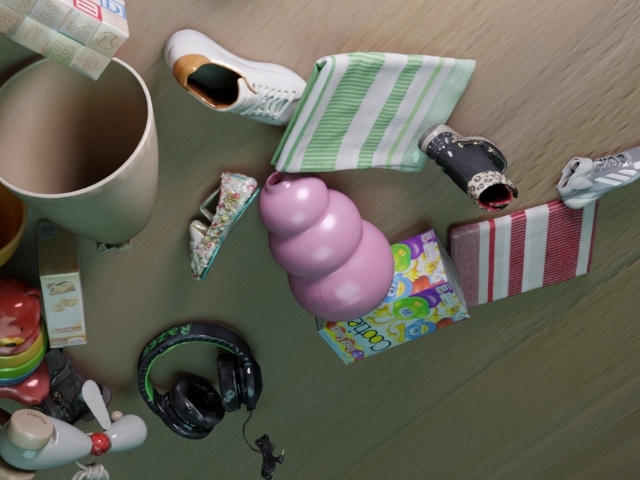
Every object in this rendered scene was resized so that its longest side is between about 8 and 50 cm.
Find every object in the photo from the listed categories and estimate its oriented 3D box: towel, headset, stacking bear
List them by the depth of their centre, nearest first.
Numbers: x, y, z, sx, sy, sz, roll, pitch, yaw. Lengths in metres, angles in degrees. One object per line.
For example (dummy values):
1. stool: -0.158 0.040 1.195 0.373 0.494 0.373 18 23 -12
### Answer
1. towel: 0.094 -0.212 1.657 0.324 0.038 0.248 -3 135 -35
2. stacking bear: -0.557 0.165 1.708 0.175 0.164 0.289 2 150 -20
3. headset: -0.217 0.345 2.043 0.243 0.185 0.394 -31 124 12
4. towel: 0.429 0.022 2.060 0.328 0.037 0.237 -15 134 -8

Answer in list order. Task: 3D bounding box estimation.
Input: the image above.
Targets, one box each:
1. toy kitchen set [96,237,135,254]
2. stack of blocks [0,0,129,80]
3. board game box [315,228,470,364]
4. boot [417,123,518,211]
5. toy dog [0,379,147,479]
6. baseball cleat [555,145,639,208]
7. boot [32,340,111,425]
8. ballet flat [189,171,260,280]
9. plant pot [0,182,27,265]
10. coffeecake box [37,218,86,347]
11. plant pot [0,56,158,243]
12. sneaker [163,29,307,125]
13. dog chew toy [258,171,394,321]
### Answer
1. toy kitchen set: -0.375 -0.024 1.692 0.068 0.083 0.075 -23 137 2
2. stack of blocks: -0.411 -0.354 1.289 0.297 0.171 0.087 25 121 -35
3. board game box: 0.137 0.116 1.945 0.275 0.142 0.144 -23 137 15
4. boot: 0.297 -0.116 1.752 0.236 0.179 0.085 14 120 -46
5. toy dog: -0.518 0.375 1.911 0.220 0.161 0.333 -47 149 6
6. baseball cleat: 0.566 -0.141 1.920 0.206 0.072 0.109 -35 128 11
7. boot: -0.578 0.316 1.965 0.263 0.091 0.229 -36 134 2
8. ballet flat: -0.193 -0.032 1.767 0.077 0.091 0.241 31 117 -5
9. plant pot: -0.592 -0.005 1.570 0.205 0.205 0.188 4 147 -23
10. coffeecake box: -0.459 0.075 1.719 0.068 0.142 0.186 -6 135 -13
11. plant pot: -0.358 -0.113 1.524 0.256 0.257 0.274 -17 153 -3
12. sneaker: -0.117 -0.229 1.555 0.290 0.123 0.106 17 124 -34
13. dog chew toy: 0.000 0.000 1.775 0.206 0.207 0.332 -29 128 9
